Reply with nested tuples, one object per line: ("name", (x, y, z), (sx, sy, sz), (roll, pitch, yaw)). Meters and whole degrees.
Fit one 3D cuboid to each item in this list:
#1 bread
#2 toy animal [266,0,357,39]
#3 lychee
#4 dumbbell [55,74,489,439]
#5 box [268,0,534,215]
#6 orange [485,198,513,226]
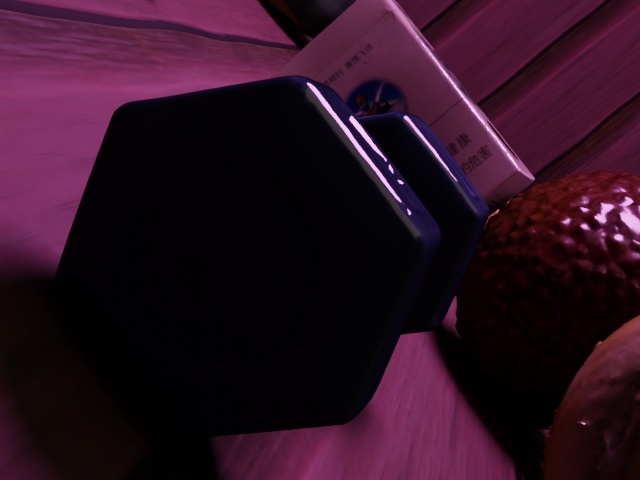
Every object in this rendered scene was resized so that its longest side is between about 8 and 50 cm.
("bread", (0.268, 0.202, 0.778), (0.171, 0.192, 0.313), (-170, -107, -83))
("toy animal", (-0.034, -0.463, 1.525), (0.338, 0.191, 0.216), (56, 14, 19))
("lychee", (0.258, 0.059, 0.963), (0.260, 0.261, 0.260), (48, 14, -16))
("dumbbell", (0.000, 0.000, 0.529), (0.144, 0.159, 0.325), (22, 9, 11))
("box", (0.076, -0.113, 1.027), (0.256, 0.164, 0.069), (56, 16, 19))
("orange", (0.247, 0.002, 1.380), (0.135, 0.136, 0.117), (55, -20, 14))
